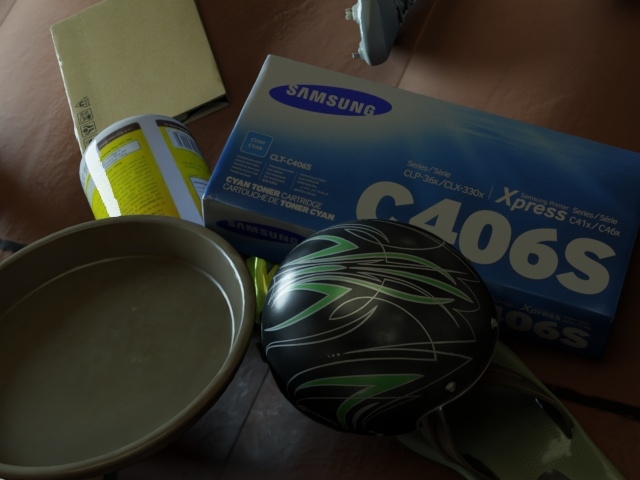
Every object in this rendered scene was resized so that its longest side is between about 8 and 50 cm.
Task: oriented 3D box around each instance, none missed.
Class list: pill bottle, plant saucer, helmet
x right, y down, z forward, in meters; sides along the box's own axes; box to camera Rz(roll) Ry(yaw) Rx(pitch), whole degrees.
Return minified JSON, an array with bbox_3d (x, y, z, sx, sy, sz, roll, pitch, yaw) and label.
[{"bbox_3d":[-0.138,-0.007,1.312,0.117,0.117,0.215,-29,53,1],"label":"pill bottle"},{"bbox_3d":[-0.181,0.087,1.142,0.277,0.041,0.278,-11,42,10],"label":"plant saucer"},{"bbox_3d":[0.042,0.062,1.075,0.169,0.161,0.169,8,61,-15],"label":"helmet"}]

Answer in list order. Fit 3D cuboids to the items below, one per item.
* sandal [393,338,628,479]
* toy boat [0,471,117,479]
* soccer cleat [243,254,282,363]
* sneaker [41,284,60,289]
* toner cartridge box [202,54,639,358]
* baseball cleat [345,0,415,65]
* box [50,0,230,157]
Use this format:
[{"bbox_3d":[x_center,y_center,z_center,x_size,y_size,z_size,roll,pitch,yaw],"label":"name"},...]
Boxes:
[{"bbox_3d":[0.140,0.145,1.130,0.120,0.086,0.303,-44,55,-10],"label":"sandal"},{"bbox_3d":[-0.209,0.264,1.146,0.318,0.148,0.267,-4,53,45],"label":"toy boat"},{"bbox_3d":[0.000,-0.001,1.272,0.121,0.093,0.289,-8,57,13],"label":"soccer cleat"},{"bbox_3d":[-0.297,0.101,1.318,0.279,0.107,0.118,-8,96,31],"label":"sneaker"},{"bbox_3d":[0.091,-0.033,1.203,0.347,0.075,0.165,16,58,10],"label":"toner cartridge box"},{"bbox_3d":[0.086,-0.266,1.419,0.109,0.072,0.206,-2,62,12],"label":"baseball cleat"},{"bbox_3d":[-0.192,-0.186,1.504,0.164,0.021,0.201,-24,54,5],"label":"box"}]
